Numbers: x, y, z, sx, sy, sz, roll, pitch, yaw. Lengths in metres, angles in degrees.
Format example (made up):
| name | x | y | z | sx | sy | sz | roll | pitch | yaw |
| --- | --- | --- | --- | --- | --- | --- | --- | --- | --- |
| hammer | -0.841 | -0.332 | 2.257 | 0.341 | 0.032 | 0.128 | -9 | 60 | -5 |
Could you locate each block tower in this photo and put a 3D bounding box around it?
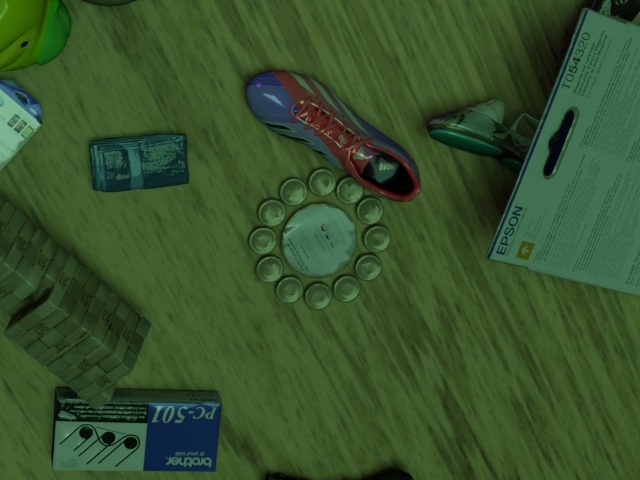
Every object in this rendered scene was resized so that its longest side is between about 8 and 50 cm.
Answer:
| name | x | y | z | sx | sy | sz | roll | pitch | yaw |
| --- | --- | --- | --- | --- | --- | --- | --- | --- | --- |
| block tower | -0.348 | 0.051 | 1.695 | 0.097 | 0.091 | 0.335 | -33 | 114 | 31 |

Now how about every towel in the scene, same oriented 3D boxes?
| name | x | y | z | sx | sy | sz | roll | pitch | yaw |
| --- | --- | --- | --- | --- | --- | --- | --- | --- | --- |
| towel | -0.218 | -0.094 | 1.734 | 0.119 | 0.029 | 0.067 | -6 | 107 | -11 |

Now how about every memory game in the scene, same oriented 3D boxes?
| name | x | y | z | sx | sy | sz | roll | pitch | yaw |
| --- | --- | --- | --- | --- | --- | --- | --- | --- | --- |
| memory game | 0.000 | 0.000 | 1.819 | 0.186 | 0.012 | 0.186 | -3 | 106 | -12 |

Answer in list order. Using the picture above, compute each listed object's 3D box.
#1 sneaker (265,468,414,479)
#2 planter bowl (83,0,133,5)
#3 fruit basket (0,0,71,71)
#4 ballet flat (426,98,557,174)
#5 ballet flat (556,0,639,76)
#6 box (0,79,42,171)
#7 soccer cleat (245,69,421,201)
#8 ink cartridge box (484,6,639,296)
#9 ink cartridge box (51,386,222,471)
| name | x | y | z | sx | sy | sz | roll | pitch | yaw |
| --- | --- | --- | --- | --- | --- | --- | --- | --- | --- |
| sneaker | 0.010 | 0.345 | 1.876 | 0.228 | 0.087 | 0.130 | -27 | 116 | 1 |
| planter bowl | -0.237 | -0.341 | 1.620 | 0.162 | 0.109 | 0.162 | -3 | 106 | -11 |
| fruit basket | -0.423 | -0.267 | 1.495 | 0.392 | 0.283 | 0.392 | -1 | 127 | -1 |
| ballet flat | 0.234 | -0.130 | 1.812 | 0.221 | 0.077 | 0.079 | 23 | 81 | -22 |
| ballet flat | 0.370 | -0.296 | 1.806 | 0.084 | 0.058 | 0.250 | 28 | 92 | -14 |
| box | -0.392 | -0.126 | 1.688 | 0.081 | 0.028 | 0.136 | 42 | 90 | -19 |
| soccer cleat | 0.021 | -0.127 | 1.745 | 0.248 | 0.095 | 0.083 | 34 | 96 | -19 |
| ink cartridge box | 0.366 | -0.105 | 1.797 | 0.330 | 0.071 | 0.324 | 14 | 103 | -34 |
| ink cartridge box | -0.233 | 0.239 | 1.813 | 0.207 | 0.046 | 0.097 | 2 | 105 | -14 |
